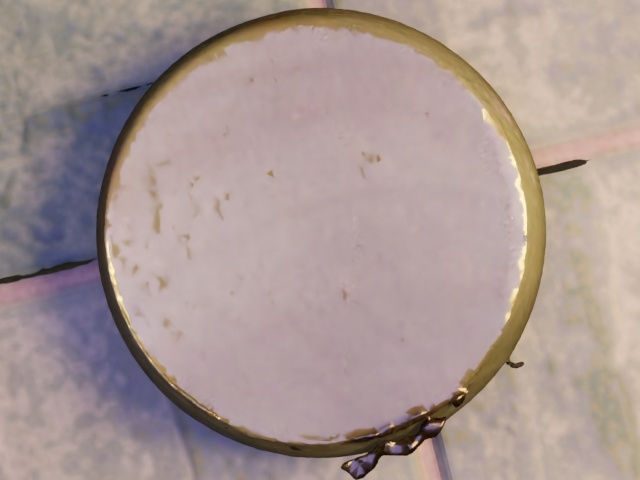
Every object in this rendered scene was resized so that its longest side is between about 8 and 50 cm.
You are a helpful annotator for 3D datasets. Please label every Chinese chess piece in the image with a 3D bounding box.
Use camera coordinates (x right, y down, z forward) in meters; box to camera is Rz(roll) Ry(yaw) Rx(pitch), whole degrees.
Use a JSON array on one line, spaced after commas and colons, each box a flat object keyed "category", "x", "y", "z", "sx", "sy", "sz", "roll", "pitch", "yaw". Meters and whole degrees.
[{"category": "Chinese chess piece", "x": 0.000, "y": 0.000, "z": 1.006, "sx": 0.238, "sy": 0.092, "sz": 0.238, "roll": 0, "pitch": 88, "yaw": 3}]
